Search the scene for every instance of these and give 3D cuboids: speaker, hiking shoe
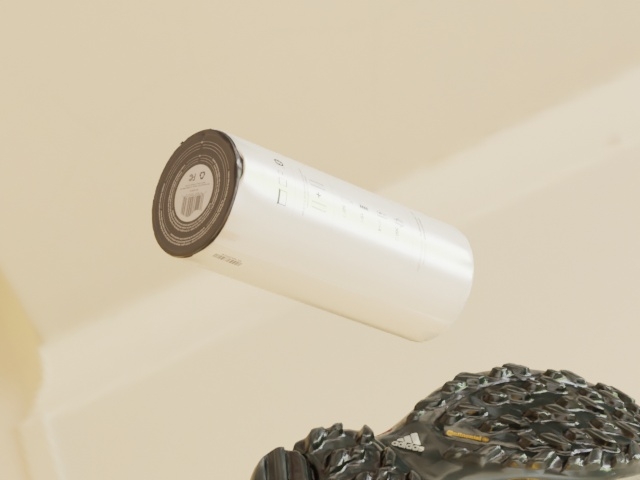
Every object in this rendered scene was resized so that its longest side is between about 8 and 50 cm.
[{"bbox_3d":[0.000,0.000,0.801,0.055,0.136,0.055,-23,-122,42],"label":"speaker"},{"bbox_3d":[0.080,0.165,1.197,0.304,0.132,0.113,-9,-141,-29],"label":"hiking shoe"}]
